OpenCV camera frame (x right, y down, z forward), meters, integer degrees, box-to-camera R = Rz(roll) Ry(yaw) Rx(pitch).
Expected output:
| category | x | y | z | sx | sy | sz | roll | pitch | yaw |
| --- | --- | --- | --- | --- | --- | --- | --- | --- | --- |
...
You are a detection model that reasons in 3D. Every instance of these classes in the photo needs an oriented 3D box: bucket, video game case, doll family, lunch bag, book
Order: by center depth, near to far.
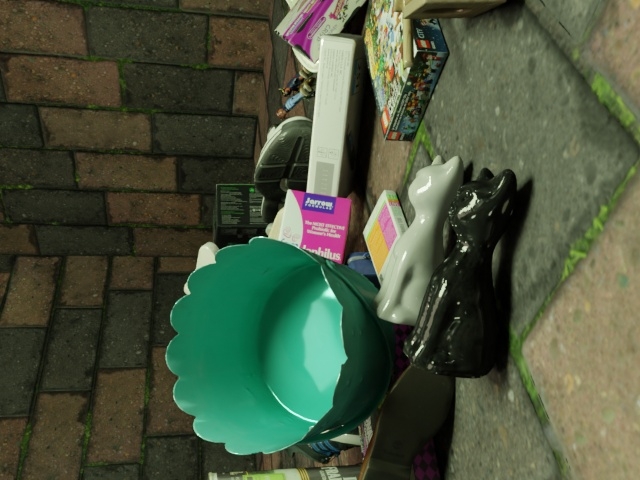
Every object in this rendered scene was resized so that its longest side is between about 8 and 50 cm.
| category | x | y | z | sx | sy | sz | roll | pitch | yaw |
| --- | --- | --- | --- | --- | --- | --- | --- | --- | --- |
| bucket | -0.043 | 0.139 | 0.834 | 0.183 | 0.281 | 0.280 | 13 | -105 | -57 |
| video game case | 0.101 | 0.264 | 0.912 | 0.210 | 0.042 | 0.232 | 112 | 157 | -54 |
| book | 0.106 | 0.005 | 0.944 | 0.144 | 0.035 | 0.096 | -101 | 20 | -44 |
| lunch bag | 0.070 | 0.063 | 1.019 | 0.065 | 0.067 | 0.098 | -104 | 19 | -52 |
| doll family | -0.050 | -0.358 | 1.477 | 0.111 | 0.076 | 0.193 | -27 | 13 | 41 |

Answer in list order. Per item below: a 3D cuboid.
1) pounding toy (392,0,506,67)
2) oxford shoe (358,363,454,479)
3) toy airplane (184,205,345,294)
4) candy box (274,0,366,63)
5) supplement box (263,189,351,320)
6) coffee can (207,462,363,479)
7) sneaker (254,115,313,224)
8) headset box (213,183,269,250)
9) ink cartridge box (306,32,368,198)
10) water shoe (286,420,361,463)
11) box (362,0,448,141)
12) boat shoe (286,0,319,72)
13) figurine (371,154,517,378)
| category | x | y | z | sx | sy | sz | roll | pitch | yaw |
| --- | --- | --- | --- | --- | --- | --- | --- | --- | --- |
| pounding toy | 0.139 | -0.285 | 0.687 | 0.206 | 0.094 | 0.180 | -99 | 7 | -77 |
| oxford shoe | 0.096 | 0.227 | 0.767 | 0.076 | 0.076 | 0.212 | -113 | 48 | -84 |
| toy airplane | -0.088 | 0.143 | 1.273 | 0.386 | 0.273 | 0.384 | -18 | 90 | 49 |
| candy box | -0.005 | -0.447 | 1.243 | 0.159 | 0.071 | 0.233 | -49 | 24 | 12 |
| supplement box | -0.018 | 0.040 | 1.045 | 0.114 | 0.111 | 0.219 | 85 | -166 | -75 |
| coffee can | -0.049 | 0.484 | 1.040 | 0.201 | 0.276 | 0.201 | -179 | 90 | -78 |
| sneaker | -0.093 | -0.237 | 1.577 | 0.447 | 0.169 | 0.257 | 112 | 155 | -65 |
| headset box | -0.197 | -0.057 | 1.882 | 0.283 | 0.247 | 0.131 | 121 | 147 | -69 |
| ink cartridge box | 0.046 | -0.235 | 1.176 | 0.261 | 0.066 | 0.296 | -53 | -28 | -65 |
| water shoe | 0.019 | 0.342 | 1.079 | 0.203 | 0.073 | 0.080 | -6 | 107 | 36 |
| box | 0.113 | -0.281 | 0.899 | 0.159 | 0.044 | 0.233 | 107 | 160 | -52 |
| boat shoe | -0.016 | -0.505 | 1.428 | 0.091 | 0.109 | 0.304 | 21 | -130 | -59 |
| figurine | 0.139 | 0.010 | 0.691 | 0.215 | 0.093 | 0.209 | -126 | 46 | -72 |
